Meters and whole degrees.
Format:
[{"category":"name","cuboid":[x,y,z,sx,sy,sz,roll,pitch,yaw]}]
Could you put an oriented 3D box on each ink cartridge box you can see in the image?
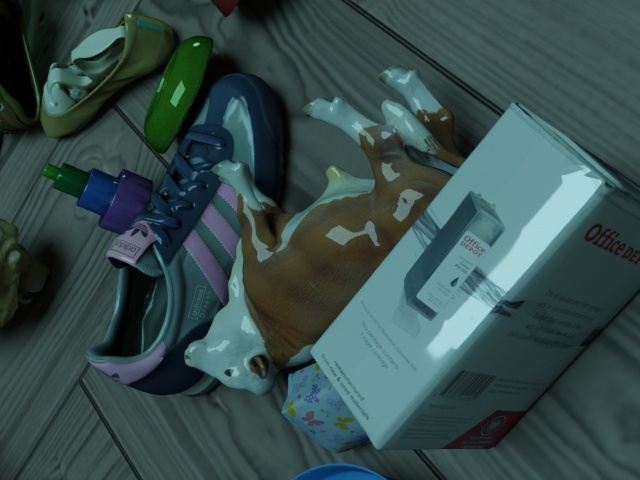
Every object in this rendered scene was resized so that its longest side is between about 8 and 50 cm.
[{"category":"ink cartridge box","cuboid":[0.122,0.035,0.592,0.218,0.158,0.092,-51,54,18]}]

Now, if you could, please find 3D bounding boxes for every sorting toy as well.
[{"category":"sorting toy","cuboid":[-0.174,-0.189,0.869,0.365,0.126,0.127,-64,19,9]}]

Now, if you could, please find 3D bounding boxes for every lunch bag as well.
[{"category":"lunch bag","cuboid":[0.023,0.132,0.705,0.071,0.083,0.053,-30,29,31]}]

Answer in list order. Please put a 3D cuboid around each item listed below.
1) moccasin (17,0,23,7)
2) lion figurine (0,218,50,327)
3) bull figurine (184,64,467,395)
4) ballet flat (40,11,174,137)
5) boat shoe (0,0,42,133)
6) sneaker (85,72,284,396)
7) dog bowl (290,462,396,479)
[{"category":"moccasin","cuboid":[-0.492,-0.198,1.151,0.138,0.117,0.342,4,84,38]},{"category":"lion figurine","cuboid":[-0.508,0.023,1.075,0.392,0.142,0.240,29,116,25]},{"category":"bull figurine","cuboid":[0.000,0.000,0.720,0.310,0.101,0.188,-29,88,24]},{"category":"ballet flat","cuboid":[-0.266,-0.193,1.002,0.232,0.073,0.080,-28,64,31]},{"category":"boat shoe","cuboid":[-0.407,-0.280,1.056,0.104,0.111,0.307,3,119,40]},{"category":"sneaker","cuboid":[-0.124,-0.013,0.813,0.112,0.131,0.319,8,85,40]},{"category":"dog bowl","cuboid":[0.035,0.318,0.653,0.166,0.074,0.297,-10,73,36]}]
